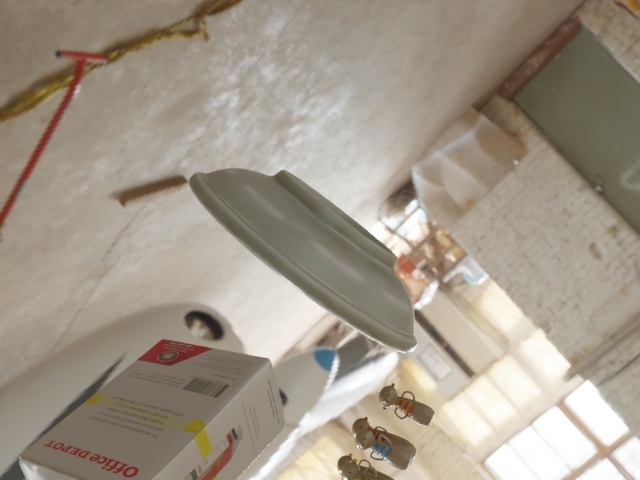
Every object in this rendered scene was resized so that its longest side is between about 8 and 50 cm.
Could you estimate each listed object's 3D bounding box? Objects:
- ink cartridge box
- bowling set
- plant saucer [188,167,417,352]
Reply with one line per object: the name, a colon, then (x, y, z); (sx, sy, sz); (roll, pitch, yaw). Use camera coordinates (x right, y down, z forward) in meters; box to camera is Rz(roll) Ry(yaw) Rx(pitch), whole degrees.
ink cartridge box: (-0.287, 0.356, 1.502); (0.384, 0.279, 0.161); (-40, 127, -47)
bowling set: (0.112, 0.459, 1.795); (0.200, 0.154, 0.287); (-31, 144, -64)
plant saucer: (0.000, 0.000, 1.207); (0.101, 0.400, 0.400); (-52, 167, 6)
